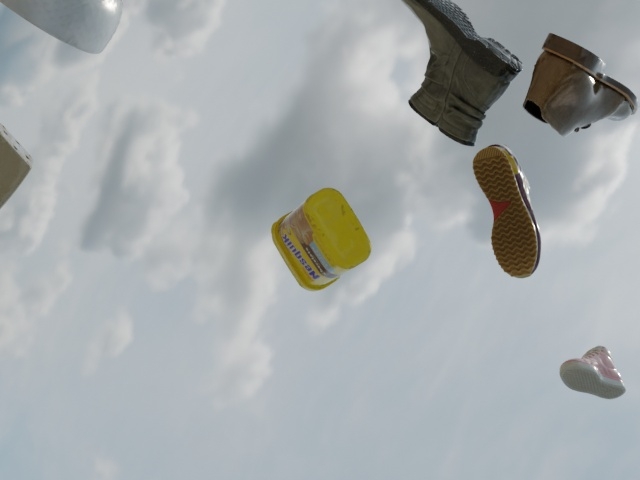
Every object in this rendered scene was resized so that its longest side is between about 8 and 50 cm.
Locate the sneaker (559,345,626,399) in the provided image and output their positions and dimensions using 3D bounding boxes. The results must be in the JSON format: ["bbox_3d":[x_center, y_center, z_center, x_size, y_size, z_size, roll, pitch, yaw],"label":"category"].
[{"bbox_3d":[0.392,0.184,1.465,0.051,0.134,0.070,-39,-138,34],"label":"sneaker"}]

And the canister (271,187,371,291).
[{"bbox_3d":[0.000,0.000,1.443,0.073,0.126,0.170,-31,178,-21],"label":"canister"}]

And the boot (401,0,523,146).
[{"bbox_3d":[0.174,-0.266,1.505,0.246,0.083,0.161,48,-58,22],"label":"boot"}]

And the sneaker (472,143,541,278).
[{"bbox_3d":[0.265,-0.043,1.356,0.069,0.084,0.186,-12,-85,29],"label":"sneaker"}]

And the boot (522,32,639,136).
[{"bbox_3d":[0.374,-0.206,1.452,0.112,0.305,0.115,33,-78,32],"label":"boot"}]

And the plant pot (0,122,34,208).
[{"bbox_3d":[-0.477,-0.109,1.440,0.096,0.109,0.109,-40,-161,-1],"label":"plant pot"}]

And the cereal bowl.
[{"bbox_3d":[-0.447,-0.456,1.581,0.141,0.339,0.339,-48,-150,10],"label":"cereal bowl"}]
